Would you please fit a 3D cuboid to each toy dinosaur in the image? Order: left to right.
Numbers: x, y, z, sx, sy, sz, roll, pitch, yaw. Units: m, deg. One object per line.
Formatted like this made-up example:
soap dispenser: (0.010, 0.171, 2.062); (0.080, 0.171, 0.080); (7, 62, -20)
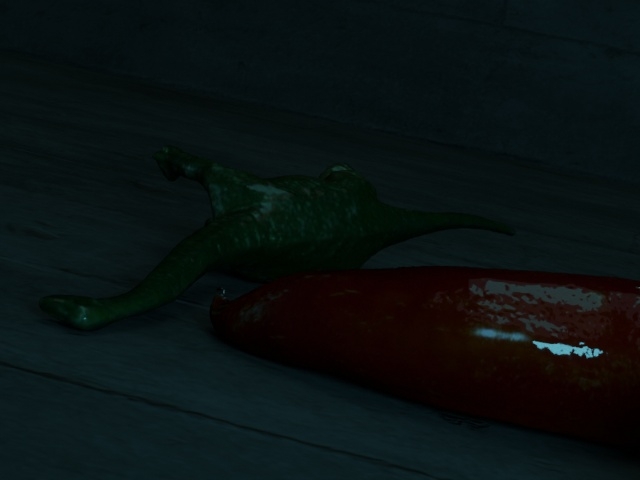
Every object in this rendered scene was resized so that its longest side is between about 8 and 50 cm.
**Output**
toy dinosaur: (0.000, 0.000, 1.000); (0.447, 0.087, 0.301); (0, 12, -24)

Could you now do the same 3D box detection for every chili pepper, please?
chili pepper: (0.122, 0.056, 0.796); (0.369, 0.091, 0.137); (14, -2, -1)
